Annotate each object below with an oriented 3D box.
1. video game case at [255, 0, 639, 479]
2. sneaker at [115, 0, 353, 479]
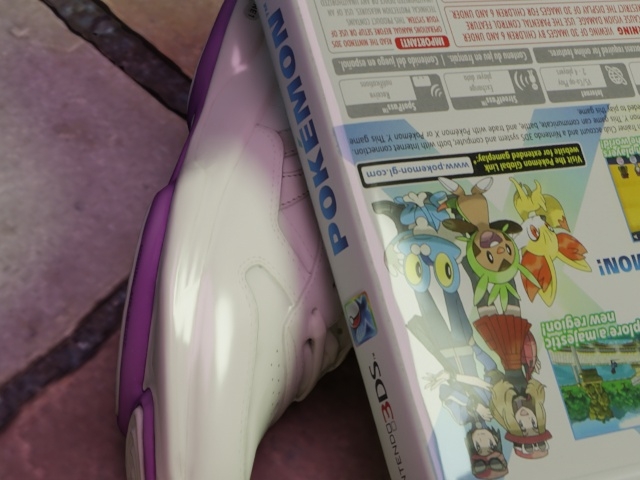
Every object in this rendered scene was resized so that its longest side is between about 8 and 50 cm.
[{"bbox_3d":[0.139,-0.039,0.778,0.329,0.036,0.300,-6,73,-32],"label":"video game case"},{"bbox_3d":[0.000,0.000,0.750,0.152,0.114,0.305,16,53,-1],"label":"sneaker"}]
